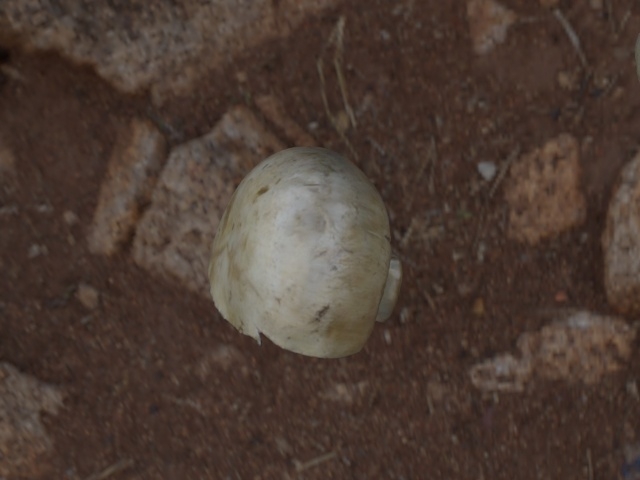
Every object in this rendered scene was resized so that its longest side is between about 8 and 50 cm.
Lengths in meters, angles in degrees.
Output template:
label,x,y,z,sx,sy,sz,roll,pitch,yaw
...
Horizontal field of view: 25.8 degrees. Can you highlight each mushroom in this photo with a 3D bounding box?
label,x,y,z,sx,sy,sz,roll,pitch,yaw
mushroom,0.000,0.000,1.463,0.195,0.189,0.254,9,24,-21

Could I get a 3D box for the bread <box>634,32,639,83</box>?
label,x,y,z,sx,sy,sz,roll,pitch,yaw
bread,0.394,-0.168,1.338,0.183,0.102,0.337,41,49,-3
